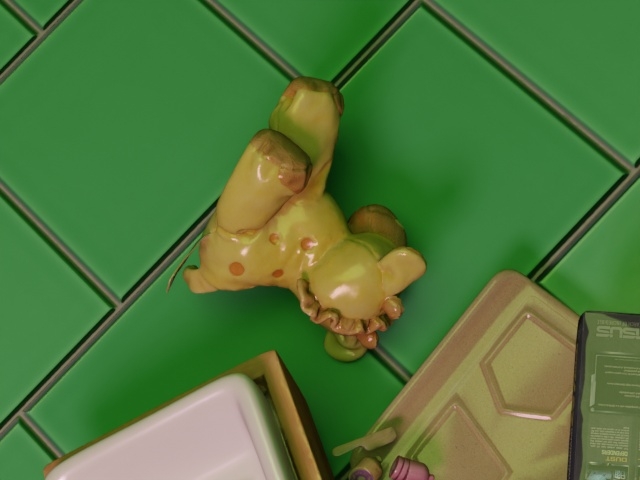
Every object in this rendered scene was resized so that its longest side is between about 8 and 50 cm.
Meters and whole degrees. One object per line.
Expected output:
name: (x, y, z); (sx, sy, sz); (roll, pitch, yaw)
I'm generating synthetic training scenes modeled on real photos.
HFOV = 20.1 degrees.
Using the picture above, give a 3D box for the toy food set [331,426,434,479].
toy food set: (0.059, 0.204, 1.375); (0.078, 0.019, 0.122); (-18, 74, -24)

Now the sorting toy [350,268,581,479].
sorting toy: (0.141, 0.204, 1.405); (0.229, 0.041, 0.307); (38, 85, 18)

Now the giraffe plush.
giraffe plush: (0.000, 0.000, 1.451); (0.170, 0.181, 0.210); (31, 71, 0)

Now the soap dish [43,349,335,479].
soap dish: (-0.071, 0.262, 1.375); (0.229, 0.118, 0.291); (-29, 67, 20)

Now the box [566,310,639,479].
box: (0.302, 0.153, 1.335); (0.232, 0.059, 0.183); (3, 79, 6)
